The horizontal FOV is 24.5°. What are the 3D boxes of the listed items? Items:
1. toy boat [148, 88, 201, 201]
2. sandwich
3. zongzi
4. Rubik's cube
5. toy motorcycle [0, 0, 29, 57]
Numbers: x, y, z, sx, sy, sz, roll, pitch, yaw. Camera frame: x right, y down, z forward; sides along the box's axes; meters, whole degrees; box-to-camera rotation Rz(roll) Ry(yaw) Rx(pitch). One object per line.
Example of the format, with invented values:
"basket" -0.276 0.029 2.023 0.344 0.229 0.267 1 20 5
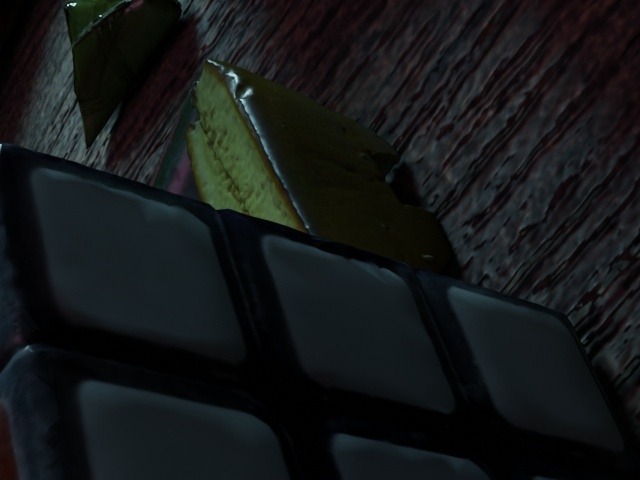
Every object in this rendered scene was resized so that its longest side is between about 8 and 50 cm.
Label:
"toy boat" -0.092 0.038 0.903 0.085 0.078 0.260 179 108 -79
"sandwich" 0.000 0.000 0.785 0.090 0.088 0.244 -60 39 32
"zongzi" -0.142 -0.128 1.074 0.104 0.052 0.113 -7 83 47
"Rubik's cube" -0.044 0.196 0.566 0.305 0.301 0.304 -48 42 30
"toy motorcycle" -0.309 -0.305 1.310 0.207 0.134 0.401 38 108 47
